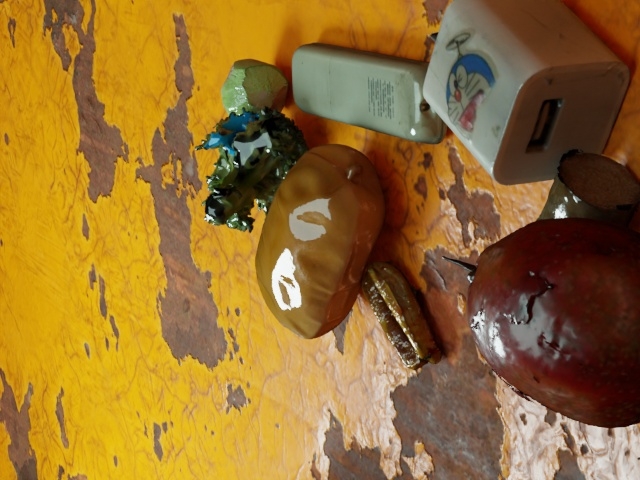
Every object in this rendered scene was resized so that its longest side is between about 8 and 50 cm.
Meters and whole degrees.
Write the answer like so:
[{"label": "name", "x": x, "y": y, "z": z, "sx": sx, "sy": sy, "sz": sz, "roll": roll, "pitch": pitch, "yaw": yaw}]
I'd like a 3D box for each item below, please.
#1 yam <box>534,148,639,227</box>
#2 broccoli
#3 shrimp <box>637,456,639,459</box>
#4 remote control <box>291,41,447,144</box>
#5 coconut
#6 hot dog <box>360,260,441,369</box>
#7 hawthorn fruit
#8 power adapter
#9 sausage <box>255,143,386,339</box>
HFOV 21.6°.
[{"label": "yam", "x": 0.232, "y": -0.012, "z": 1.503, "sx": 0.084, "sy": 0.084, "sz": 0.127, "roll": 61, "pitch": 149, "yaw": 35}, {"label": "broccoli", "x": -0.087, "y": -0.076, "z": 1.999, "sx": 0.167, "sy": 0.160, "sz": 0.155, "roll": -4, "pitch": 114, "yaw": 33}, {"label": "shrimp", "x": 0.318, "y": 0.152, "z": 1.402, "sx": 0.065, "sy": 0.056, "sz": 0.165, "roll": 61, "pitch": 149, "yaw": 24}, {"label": "remote control", "x": 0.047, "y": -0.165, "z": 1.852, "sx": 0.309, "sy": 0.038, "sz": 0.090, "roll": 20, "pitch": 116, "yaw": 60}, {"label": "coconut", "x": -0.082, "y": -0.180, "z": 2.052, "sx": 0.082, "sy": 0.083, "sz": 0.081, "roll": -56, "pitch": 29, "yaw": -9}, {"label": "hot dog", "x": 0.090, "y": 0.082, "z": 1.836, "sx": 0.144, "sy": 0.038, "sz": 0.062, "roll": 59, "pitch": 142, "yaw": 33}, {"label": "hawthorn fruit", "x": 0.202, "y": 0.062, "z": 1.418, "sx": 0.235, "sy": 0.181, "sz": 0.181, "roll": 16, "pitch": 114, "yaw": 26}, {"label": "power adapter", "x": 0.167, "y": -0.163, "z": 1.532, "sx": 0.205, "sy": 0.125, "sz": 0.130, "roll": 53, "pitch": 141, "yaw": 42}, {"label": "sausage", "x": 0.000, "y": 0.000, "z": 1.896, "sx": 0.136, "sy": 0.120, "sz": 0.241, "roll": 45, "pitch": 136, "yaw": 31}]
